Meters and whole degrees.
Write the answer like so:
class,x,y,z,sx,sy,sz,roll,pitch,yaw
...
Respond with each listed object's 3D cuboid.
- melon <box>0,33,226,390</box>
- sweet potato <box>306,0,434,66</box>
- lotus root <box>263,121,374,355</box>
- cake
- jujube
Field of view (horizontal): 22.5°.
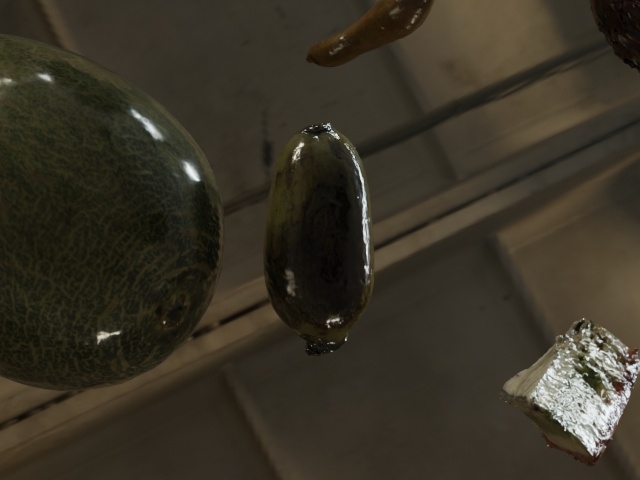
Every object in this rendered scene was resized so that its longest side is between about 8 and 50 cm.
class,x,y,z,sx,sy,sz,roll,pitch,yaw
melon,-0.219,-0.028,1.235,0.248,0.249,0.329,-39,-118,-24
sweet potato,0.028,-0.114,0.870,0.026,0.115,0.026,20,-122,-36
lotus root,0.000,0.000,1.233,0.089,0.080,0.179,-7,-79,-32
cake,0.205,0.155,1.426,0.086,0.117,0.220,41,-151,3
jujube,0.346,-0.214,1.607,0.166,0.104,0.104,41,-114,10
